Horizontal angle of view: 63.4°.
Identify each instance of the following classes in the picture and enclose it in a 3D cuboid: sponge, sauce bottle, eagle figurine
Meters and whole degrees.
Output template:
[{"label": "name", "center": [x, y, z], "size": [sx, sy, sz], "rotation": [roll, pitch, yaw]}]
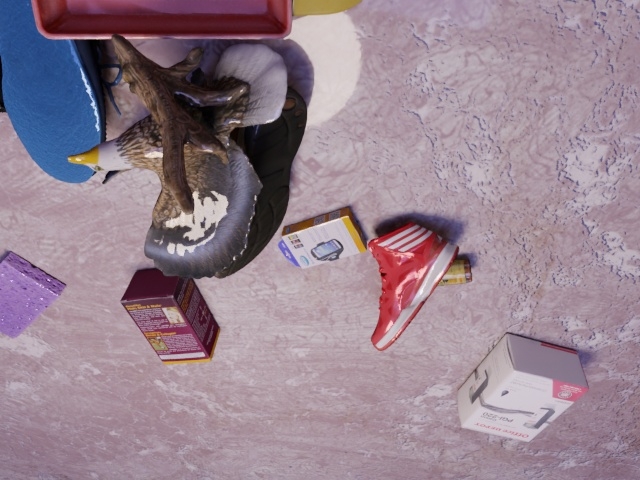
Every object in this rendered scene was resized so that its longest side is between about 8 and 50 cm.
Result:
[{"label": "sponge", "center": [-0.602, 0.114, 1.014], "size": [0.210, 0.031, 0.117], "rotation": [-34, 119, 30]}, {"label": "sauce bottle", "center": [0.190, 0.059, 0.879], "size": [0.128, 0.042, 0.042], "rotation": [-9, 129, 18]}, {"label": "eagle figurine", "center": [-0.174, -0.100, 0.613], "size": [0.225, 0.226, 0.298], "rotation": [18, 161, -3]}]

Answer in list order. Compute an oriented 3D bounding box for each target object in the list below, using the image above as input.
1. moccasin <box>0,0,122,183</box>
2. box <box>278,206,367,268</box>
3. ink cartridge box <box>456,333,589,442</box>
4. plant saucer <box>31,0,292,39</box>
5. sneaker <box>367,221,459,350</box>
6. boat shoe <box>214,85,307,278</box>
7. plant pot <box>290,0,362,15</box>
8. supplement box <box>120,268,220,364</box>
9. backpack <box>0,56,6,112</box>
[{"label": "moccasin", "center": [-0.309, -0.234, 0.632], "size": [0.138, 0.116, 0.342], "rotation": [9, 128, -3]}, {"label": "box", "center": [0.000, 0.000, 0.858], "size": [0.136, 0.028, 0.081], "rotation": [-15, 128, 21]}, {"label": "ink cartridge box", "center": [0.392, 0.300, 1.034], "size": [0.159, 0.092, 0.217], "rotation": [15, 132, -7]}, {"label": "plant saucer", "center": [-0.160, -0.337, 0.510], "size": [0.259, 0.047, 0.258], "rotation": [-3, 114, -7]}, {"label": "sneaker", "center": [0.117, 0.066, 0.850], "size": [0.128, 0.087, 0.221], "rotation": [36, 108, 13]}, {"label": "boat shoe", "center": [-0.116, -0.091, 0.744], "size": [0.120, 0.123, 0.324], "rotation": [40, 129, 22]}, {"label": "plant pot", "center": [0.007, -0.297, 0.569], "size": [0.083, 0.081, 0.081], "rotation": [0, 132, -13]}, {"label": "supplement box", "center": [-0.275, 0.144, 0.973], "size": [0.104, 0.080, 0.188], "rotation": [-7, 130, 12]}, {"label": "backpack", "center": [-0.492, -0.242, 0.573], "size": [0.191, 0.225, 0.253], "rotation": [-4, 125, 4]}]
